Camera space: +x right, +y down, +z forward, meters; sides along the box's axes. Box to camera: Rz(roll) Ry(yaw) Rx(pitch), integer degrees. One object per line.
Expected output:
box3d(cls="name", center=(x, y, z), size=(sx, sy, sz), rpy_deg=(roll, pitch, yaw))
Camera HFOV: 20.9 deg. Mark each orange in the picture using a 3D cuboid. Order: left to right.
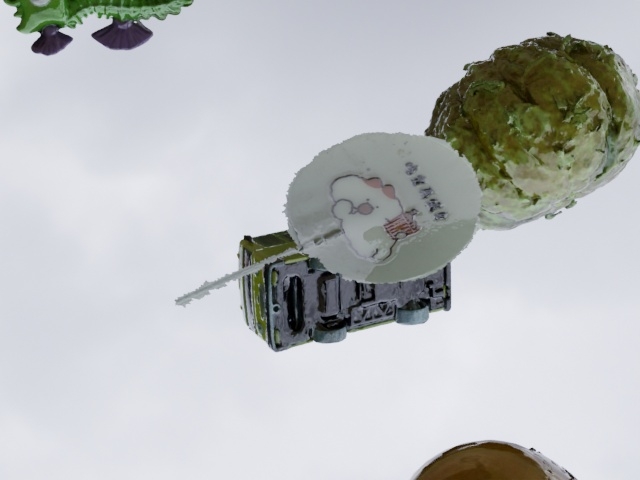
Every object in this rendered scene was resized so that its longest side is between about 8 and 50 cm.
box3d(cls="orange", center=(0.255, -0.138, 2.193), size=(0.301, 0.223, 0.300), rpy_deg=(-21, 166, -43))

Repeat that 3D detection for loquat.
box3d(cls="loquat", center=(0.175, 0.314, 1.702), size=(0.235, 0.235, 0.235), rpy_deg=(-19, -145, 14))

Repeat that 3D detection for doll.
box3d(cls="doll", center=(-0.217, -0.241, 1.707), size=(0.190, 0.115, 0.050), rpy_deg=(-3, -158, -3))

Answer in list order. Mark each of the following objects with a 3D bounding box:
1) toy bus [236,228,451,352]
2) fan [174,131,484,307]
box3d(cls="toy bus", center=(0.024, 0.045, 2.185), size=(0.262, 0.128, 0.150), rpy_deg=(-12, -159, -27))
box3d(cls="fan", center=(0.000, 0.001, 1.650), size=(0.329, 0.191, 0.009), rpy_deg=(-23, -141, 16))
